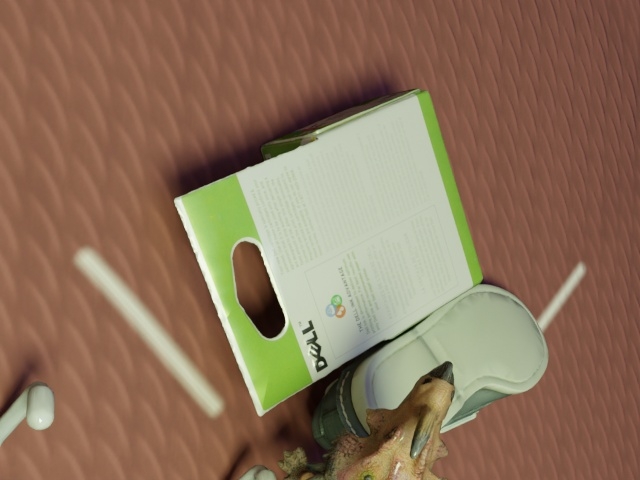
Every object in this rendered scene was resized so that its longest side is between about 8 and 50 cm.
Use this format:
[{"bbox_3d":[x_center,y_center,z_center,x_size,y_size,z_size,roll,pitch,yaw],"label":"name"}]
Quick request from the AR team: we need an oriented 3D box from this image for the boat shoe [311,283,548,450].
[{"bbox_3d":[0.114,0.125,0.755,0.319,0.099,0.116,-15,72,-49],"label":"boat shoe"}]

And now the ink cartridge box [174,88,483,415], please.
[{"bbox_3d":[0.000,0.000,0.670,0.255,0.097,0.188,-27,105,-29],"label":"ink cartridge box"}]

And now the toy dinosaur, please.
[{"bbox_3d":[0.045,0.241,0.540,0.127,0.200,0.295,-9,82,-4],"label":"toy dinosaur"}]

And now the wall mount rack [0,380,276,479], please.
[{"bbox_3d":[-0.122,0.256,0.486,0.350,0.304,0.130,31,118,-31],"label":"wall mount rack"}]
